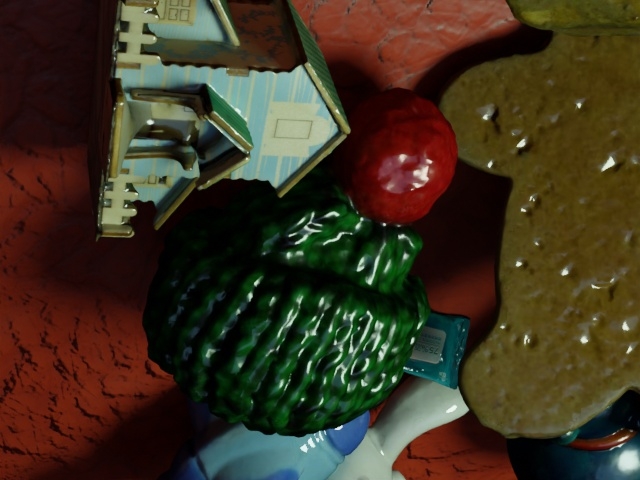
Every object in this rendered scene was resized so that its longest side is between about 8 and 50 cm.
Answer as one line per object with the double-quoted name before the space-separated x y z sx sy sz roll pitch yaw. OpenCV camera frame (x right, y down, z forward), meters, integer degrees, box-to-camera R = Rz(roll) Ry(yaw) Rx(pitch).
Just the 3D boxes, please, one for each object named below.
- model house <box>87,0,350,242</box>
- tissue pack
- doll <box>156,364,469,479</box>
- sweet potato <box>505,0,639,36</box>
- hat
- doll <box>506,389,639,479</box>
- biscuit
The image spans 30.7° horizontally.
"model house" -0.082 -0.123 0.985 0.206 0.178 0.271 1 126 -17
"tissue pack" 0.103 0.111 1.304 0.138 0.028 0.085 17 81 -22
"doll" -0.036 0.278 1.319 0.365 0.187 0.376 17 95 -38
"sweet potato" 0.325 -0.251 0.962 0.369 0.158 0.158 -3 133 13
"hat" 0.000 0.000 1.092 0.274 0.242 0.332 -5 126 -60
"doll" 0.303 0.211 1.334 0.198 0.186 0.322 10 147 34
"biscuit" 0.303 -0.013 1.113 0.368 0.076 0.394 -5 97 8
